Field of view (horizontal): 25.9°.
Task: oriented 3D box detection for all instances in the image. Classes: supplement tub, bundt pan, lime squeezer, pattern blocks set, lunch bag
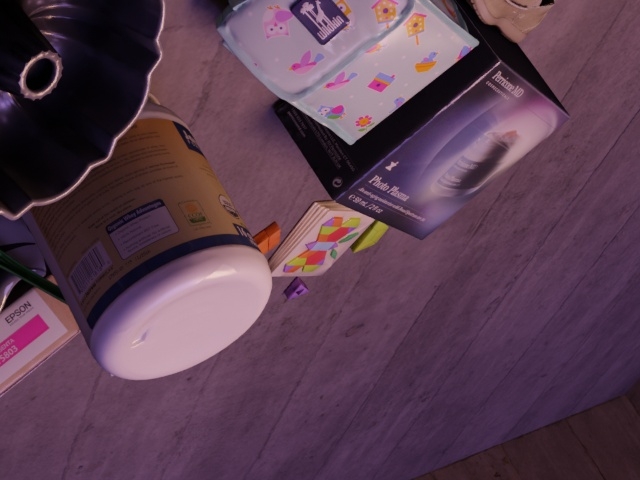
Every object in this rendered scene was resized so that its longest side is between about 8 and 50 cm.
[{"bbox_3d":[-0.220,-0.021,1.641,0.228,0.316,0.228,-25,155,-13],"label":"supplement tub"},{"bbox_3d":[-0.313,-0.190,1.378,0.331,0.124,0.331,-37,146,-30],"label":"bundt pan"},{"bbox_3d":[-0.422,-0.021,1.642,0.110,0.059,0.310,-18,129,41],"label":"lime squeezer"},{"bbox_3d":[0.000,0.000,2.279,0.285,0.026,0.325,-12,148,-37],"label":"pattern blocks set"},{"bbox_3d":[0.027,-0.264,1.673,0.223,0.160,0.262,-37,144,18],"label":"lunch bag"}]

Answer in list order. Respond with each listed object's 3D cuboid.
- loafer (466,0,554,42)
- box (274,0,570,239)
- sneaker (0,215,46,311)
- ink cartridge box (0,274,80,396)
[{"bbox_3d":[0.241,-0.340,1.850,0.092,0.102,0.268,-41,163,16],"label":"loafer"},{"bbox_3d":[0.150,-0.176,1.944,0.294,0.183,0.296,-41,154,16],"label":"box"},{"bbox_3d":[-0.486,0.078,1.733,0.330,0.146,0.122,-35,156,10],"label":"sneaker"},{"bbox_3d":[-0.426,0.148,1.857,0.234,0.088,0.193,-39,-175,-12],"label":"ink cartridge box"}]
